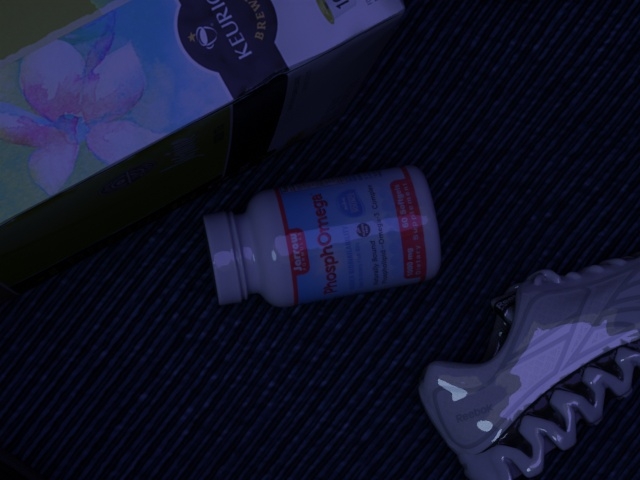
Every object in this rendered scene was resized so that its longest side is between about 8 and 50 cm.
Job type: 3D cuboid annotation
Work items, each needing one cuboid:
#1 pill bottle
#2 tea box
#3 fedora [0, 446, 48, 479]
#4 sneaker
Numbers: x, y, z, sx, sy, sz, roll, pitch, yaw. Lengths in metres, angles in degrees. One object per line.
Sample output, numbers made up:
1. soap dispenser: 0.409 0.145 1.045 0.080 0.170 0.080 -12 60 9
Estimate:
1. pill bottle: 0.000 0.000 1.118 0.160 0.087 0.087 -11 85 -6
2. tea box: -0.154 -0.124 0.996 0.323 0.329 0.220 -30 88 -8
3. fedora: -0.298 0.167 0.999 0.275 0.244 0.124 28 89 5
4. sneaker: 0.199 0.057 1.126 0.292 0.110 0.118 -38 79 -8
